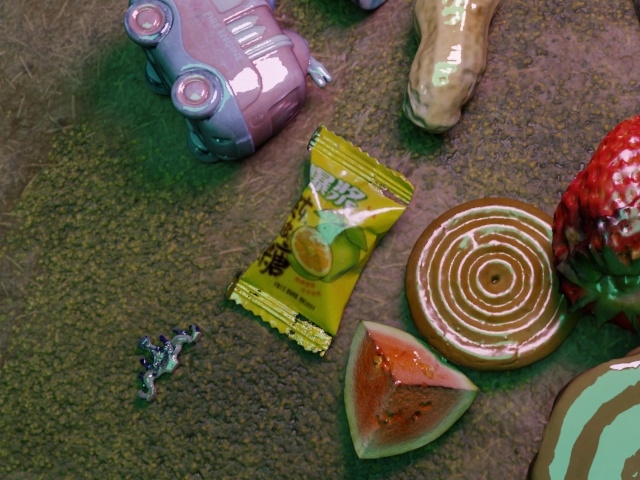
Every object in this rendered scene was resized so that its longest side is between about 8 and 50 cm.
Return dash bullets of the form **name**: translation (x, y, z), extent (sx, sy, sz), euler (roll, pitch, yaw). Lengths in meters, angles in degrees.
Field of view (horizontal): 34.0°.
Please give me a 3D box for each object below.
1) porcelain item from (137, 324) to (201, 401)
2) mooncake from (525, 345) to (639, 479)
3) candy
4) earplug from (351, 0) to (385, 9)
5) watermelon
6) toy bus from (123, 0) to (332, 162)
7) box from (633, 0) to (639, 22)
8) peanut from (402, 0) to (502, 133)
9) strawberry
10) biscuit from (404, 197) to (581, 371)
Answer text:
- **porcelain item**: translation (-0.245, 0.170, 1.574), extent (0.075, 0.021, 0.136), euler (35, 86, 19)
- **mooncake**: translation (0.453, 0.315, 1.340), extent (0.378, 0.201, 0.378), euler (-1, 83, 11)
- **candy**: translation (0.000, 0.000, 1.539), extent (0.187, 0.081, 0.297), euler (32, 96, 14)
- **earplug**: translation (-0.024, -0.504, 1.602), extent (0.324, 0.185, 0.185), euler (31, 85, 19)
- **watermelon**: translation (0.104, 0.199, 1.474), extent (0.193, 0.137, 0.145), euler (-28, 42, -5)
- **toy bus**: translation (-0.142, -0.276, 1.569), extent (0.232, 0.197, 0.294), euler (-31, 74, -8)
- **box**: translation (0.645, -0.345, 1.505), extent (0.353, 0.069, 0.214), euler (-14, 77, 8)
- **peanut**: translation (0.193, -0.297, 1.541), extent (0.130, 0.130, 0.290), euler (10, 79, 12)
- **strawberry**: translation (0.440, -0.028, 1.393), extent (0.238, 0.250, 0.288), euler (33, 49, 1)
- **biscuit**: translation (0.248, 0.059, 1.489), extent (0.262, 0.037, 0.262), euler (-1, 74, 4)
